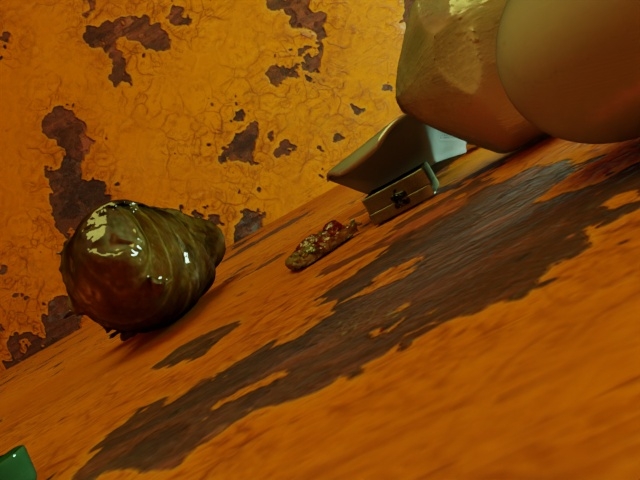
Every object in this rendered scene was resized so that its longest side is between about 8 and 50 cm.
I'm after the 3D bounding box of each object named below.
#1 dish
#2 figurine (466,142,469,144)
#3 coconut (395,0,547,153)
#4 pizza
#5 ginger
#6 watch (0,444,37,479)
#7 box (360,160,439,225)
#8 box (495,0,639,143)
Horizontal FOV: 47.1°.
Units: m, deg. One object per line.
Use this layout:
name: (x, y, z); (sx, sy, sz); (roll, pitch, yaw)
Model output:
dish: (0.108, -0.106, 0.936); (0.154, 0.064, 0.234); (-35, -7, 33)
figurine: (0.246, -0.219, 1.142); (0.256, 0.182, 0.144); (-73, 1, -74)
coconut: (0.190, -0.203, 0.788); (0.234, 0.224, 0.224); (-25, 6, 23)
pizza: (-0.013, 0.007, 0.865); (0.100, 0.029, 0.099); (-32, 4, -26)
ginger: (-0.274, 0.055, 1.047); (0.254, 0.176, 0.418); (-33, 0, 2)
watch: (-0.266, 0.124, 0.433); (0.131, 0.152, 0.165); (-24, 5, 26)
box: (0.093, -0.054, 0.843); (0.079, 0.035, 0.083); (-28, 5, 16)
box: (0.269, -0.184, 0.387); (0.289, 0.141, 0.349); (-28, -4, -24)
